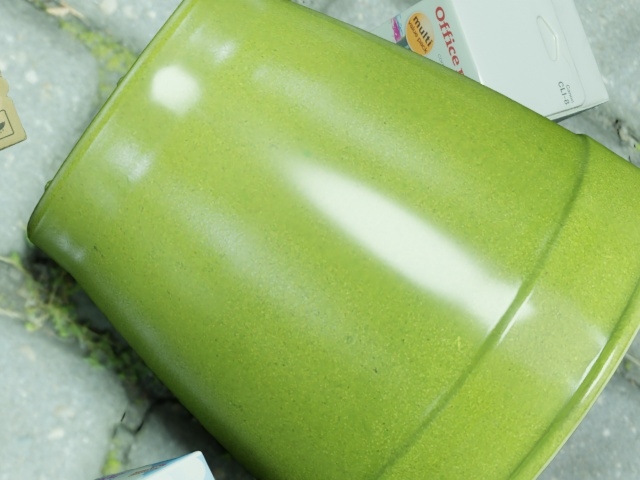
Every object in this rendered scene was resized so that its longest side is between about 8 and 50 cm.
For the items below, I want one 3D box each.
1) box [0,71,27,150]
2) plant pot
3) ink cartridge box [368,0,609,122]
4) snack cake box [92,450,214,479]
[{"bbox_3d":[-0.287,-0.097,0.916,0.201,0.021,0.164,-26,101,-27],"label":"box"},{"bbox_3d":[0.000,0.000,1.137,0.353,0.366,0.366,36,60,-6],"label":"plant pot"},{"bbox_3d":[0.121,-0.136,1.329,0.127,0.176,0.128,-19,87,-35],"label":"ink cartridge box"},{"bbox_3d":[-0.096,0.287,1.089,0.089,0.152,0.264,-25,92,-35],"label":"snack cake box"}]
